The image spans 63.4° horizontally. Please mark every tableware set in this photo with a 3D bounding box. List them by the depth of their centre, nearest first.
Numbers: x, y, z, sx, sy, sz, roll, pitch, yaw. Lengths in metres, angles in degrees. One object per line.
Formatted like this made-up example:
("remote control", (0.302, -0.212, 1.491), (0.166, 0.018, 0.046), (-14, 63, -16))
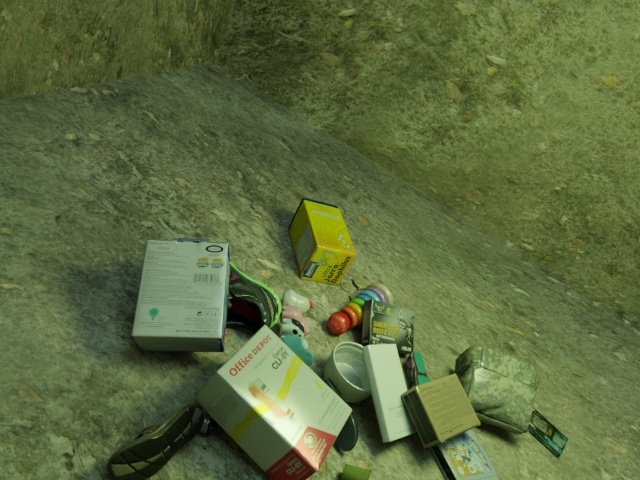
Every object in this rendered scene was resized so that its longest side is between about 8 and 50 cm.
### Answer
("tableware set", (0.169, 0.229, 2.315), (0.141, 0.020, 0.169), (0, 43, -36))

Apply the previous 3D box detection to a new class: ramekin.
("ramekin", (0.109, 0.471, 1.831), (0.207, 0.109, 0.207), (24, 33, -17))

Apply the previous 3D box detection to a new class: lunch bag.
("lunch bag", (0.664, 0.585, 2.009), (0.304, 0.213, 0.256), (22, 49, -4))

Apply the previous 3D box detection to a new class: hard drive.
("hard drive", (0.237, 0.512, 1.775), (0.203, 0.040, 0.308), (14, 58, -53))

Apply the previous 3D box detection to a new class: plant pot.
("plant pot", (0.102, 0.707, 1.544), (0.079, 0.084, 0.083), (22, 31, 12))

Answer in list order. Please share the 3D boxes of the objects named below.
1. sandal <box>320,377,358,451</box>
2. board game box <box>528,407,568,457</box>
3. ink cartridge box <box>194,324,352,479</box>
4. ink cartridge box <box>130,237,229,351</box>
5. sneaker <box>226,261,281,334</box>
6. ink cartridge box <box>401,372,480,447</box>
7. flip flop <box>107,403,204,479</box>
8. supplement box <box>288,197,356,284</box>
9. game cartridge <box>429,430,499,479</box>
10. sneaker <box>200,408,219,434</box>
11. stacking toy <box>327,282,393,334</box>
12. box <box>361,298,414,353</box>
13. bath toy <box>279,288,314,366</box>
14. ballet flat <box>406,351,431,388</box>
("sandal", (0.061, 0.564, 1.700), (0.054, 0.097, 0.255), (35, 20, -45))
("board game box", (0.902, 0.769, 2.097), (0.186, 0.026, 0.126), (43, 35, 22))
("ink cartridge box", (-0.133, 0.481, 1.527), (0.384, 0.160, 0.279), (43, 32, 4))
("ink cartridge box", (-0.433, 0.148, 1.673), (0.269, 0.151, 0.396), (3, 62, -8))
("sneaker", (-0.363, 0.175, 1.829), (0.482, 0.185, 0.202), (25, 24, -2))
("ink cartridge box", (0.418, 0.585, 1.797), (0.234, 0.088, 0.194), (-1, 59, -40))
("flip flop", (-0.434, 0.528, 1.373), (0.080, 0.112, 0.277), (2, 25, 41))
("supplement box", (0.000, 0.000, 2.347), (0.195, 0.194, 0.357), (12, 36, -23))
("game cartridge", (0.489, 0.752, 1.788), (0.197, 0.062, 0.297), (2, 40, -29))
("sneaker", (-0.307, 0.506, 1.528), (0.074, 0.063, 0.170), (35, 35, 6))
("stacking toy", (0.156, 0.294, 2.122), (0.141, 0.141, 0.330), (42, 42, 21))
("box", (0.275, 0.350, 2.082), (0.230, 0.056, 0.183), (18, 67, -30))
("bath toy", (-0.086, 0.313, 1.896), (0.128, 0.152, 0.348), (8, 27, -7))
("ballet flat", (0.375, 0.530, 1.989), (0.076, 0.079, 0.222), (22, 31, -22))
